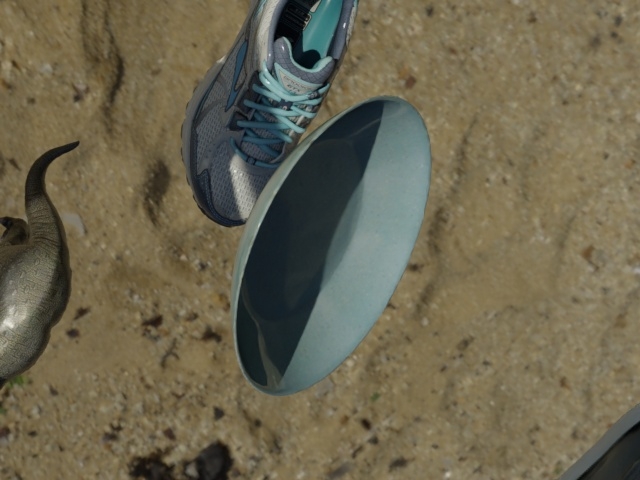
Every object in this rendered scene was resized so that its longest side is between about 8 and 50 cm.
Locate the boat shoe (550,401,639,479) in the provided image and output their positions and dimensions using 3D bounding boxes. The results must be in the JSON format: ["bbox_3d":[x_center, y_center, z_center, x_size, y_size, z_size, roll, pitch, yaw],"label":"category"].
[{"bbox_3d":[0.251,0.187,0.712,0.116,0.099,0.319,4,136,-43],"label":"boat shoe"}]

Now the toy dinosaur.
[{"bbox_3d":[-0.270,0.063,0.829,0.313,0.160,0.121,-52,124,-12],"label":"toy dinosaur"}]

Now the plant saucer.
[{"bbox_3d":[0.000,0.000,0.582,0.195,0.037,0.195,-39,142,-39],"label":"plant saucer"}]

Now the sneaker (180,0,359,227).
[{"bbox_3d":[-0.044,-0.141,0.854,0.110,0.122,0.283,17,101,-20],"label":"sneaker"}]
